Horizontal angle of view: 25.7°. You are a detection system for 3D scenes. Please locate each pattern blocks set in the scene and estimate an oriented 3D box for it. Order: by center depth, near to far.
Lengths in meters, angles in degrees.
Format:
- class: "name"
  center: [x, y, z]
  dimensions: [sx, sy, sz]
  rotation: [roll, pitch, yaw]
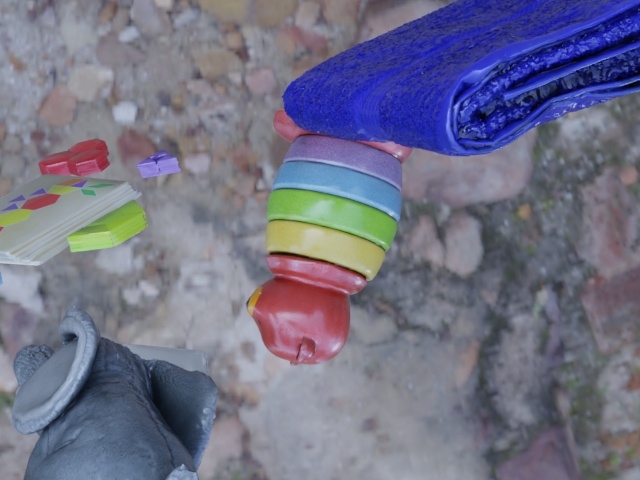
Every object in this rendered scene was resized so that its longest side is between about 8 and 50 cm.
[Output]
- class: "pattern blocks set"
  center: [-0.287, -0.022, 1.423]
  dimensions: [0.325, 0.285, 0.026]
  rotation: [-30, 118, -35]

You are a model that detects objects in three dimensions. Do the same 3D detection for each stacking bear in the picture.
- class: "stacking bear"
  center: [0.000, 0.000, 1.608]
  dimensions: [0.164, 0.175, 0.289]
  rotation: [16, 81, -10]

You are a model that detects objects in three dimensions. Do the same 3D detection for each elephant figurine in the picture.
- class: "elephant figurine"
  center: [-0.164, 0.129, 1.029]
  dimensions: [0.186, 0.239, 0.169]
  rotation: [-8, 141, 4]

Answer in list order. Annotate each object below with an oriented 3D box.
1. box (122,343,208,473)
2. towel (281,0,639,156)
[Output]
- class: "box"
  center: [-0.174, 0.253, 1.439]
  dimensions: [0.094, 0.113, 0.275]
  rotation: [6, 107, -7]
- class: "towel"
  center: [0.118, -0.135, 1.047]
  dimensions: [0.228, 0.308, 0.076]
  rotation: [-20, 104, -19]
